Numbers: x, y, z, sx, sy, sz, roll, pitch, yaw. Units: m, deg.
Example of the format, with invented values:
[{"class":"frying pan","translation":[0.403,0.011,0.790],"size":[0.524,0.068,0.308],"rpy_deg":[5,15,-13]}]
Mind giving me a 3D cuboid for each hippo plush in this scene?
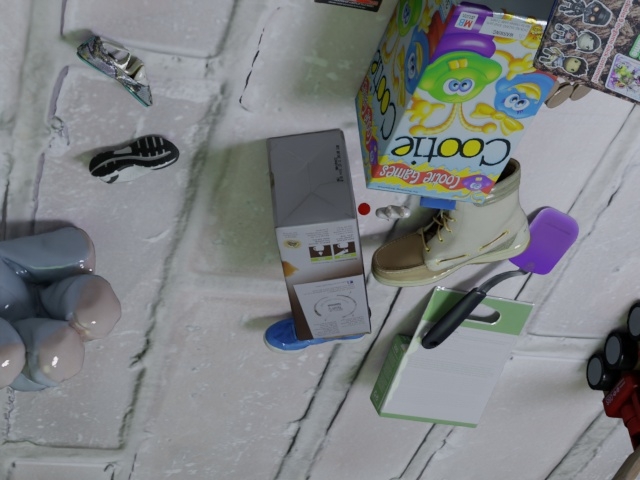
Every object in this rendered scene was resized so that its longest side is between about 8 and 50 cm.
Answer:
[{"class":"hippo plush","translation":[-0.407,0.127,1.632],"size":[0.294,0.234,0.236],"rpy_deg":[4,141,-14]}]

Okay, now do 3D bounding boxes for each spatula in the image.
[{"class":"spatula","translation":[0.239,0.063,1.790],"size":[0.084,0.030,0.296],"rpy_deg":[21,130,-32]}]

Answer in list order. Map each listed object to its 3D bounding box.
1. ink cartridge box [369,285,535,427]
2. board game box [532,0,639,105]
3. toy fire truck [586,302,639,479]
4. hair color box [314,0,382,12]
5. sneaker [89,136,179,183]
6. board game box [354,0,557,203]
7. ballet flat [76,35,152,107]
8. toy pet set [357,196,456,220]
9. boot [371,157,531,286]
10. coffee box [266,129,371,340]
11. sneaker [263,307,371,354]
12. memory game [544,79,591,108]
[{"class":"ink cartridge box","translation":[0.193,0.165,1.923],"size":[0.171,0.056,0.235],"rpy_deg":[10,116,-21]},{"class":"board game box","translation":[0.374,-0.231,1.198],"size":[0.291,0.232,0.141],"rpy_deg":[20,141,5]},{"class":"toy fire truck","translation":[0.485,0.239,1.898],"size":[0.158,0.246,0.217],"rpy_deg":[6,141,-17]},{"class":"hair color box","translation":[0.043,-0.297,1.296],"size":[0.072,0.043,0.141],"rpy_deg":[6,141,-14]},{"class":"sneaker","translation":[-0.217,-0.093,1.539],"size":[0.109,0.040,0.044],"rpy_deg":[-11,159,11]},{"class":"board game box","translation":[0.148,-0.184,1.377],"size":[0.142,0.144,0.275],"rpy_deg":[7,140,-15]},{"class":"ballet flat","translation":[-0.213,-0.186,1.413],"size":[0.041,0.041,0.114],"rpy_deg":[-27,139,25]},{"class":"toy pet set","translation":[0.107,-0.082,1.542],"size":[0.114,0.122,0.065],"rpy_deg":[6,177,8]},{"class":"boot","translation":[0.157,-0.026,1.644],"size":[0.213,0.077,0.165],"rpy_deg":[-15,143,3]},{"class":"coffee box","translation":[0.000,0.000,1.601],"size":[0.098,0.141,0.246],"rpy_deg":[-7,142,2]},{"class":"sneaker","translation":[-0.003,0.115,1.817],"size":[0.152,0.058,0.084],"rpy_deg":[-3,149,-11]},{"class":"memory game","translation":[0.301,-0.210,1.407],"size":[0.186,0.012,0.186],"rpy_deg":[-30,157,-14]}]
